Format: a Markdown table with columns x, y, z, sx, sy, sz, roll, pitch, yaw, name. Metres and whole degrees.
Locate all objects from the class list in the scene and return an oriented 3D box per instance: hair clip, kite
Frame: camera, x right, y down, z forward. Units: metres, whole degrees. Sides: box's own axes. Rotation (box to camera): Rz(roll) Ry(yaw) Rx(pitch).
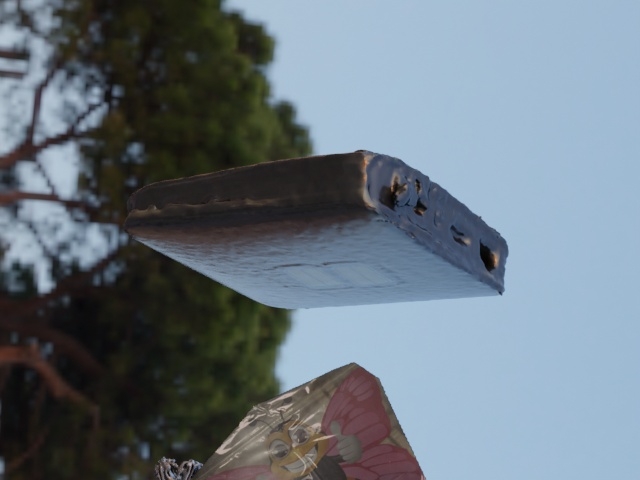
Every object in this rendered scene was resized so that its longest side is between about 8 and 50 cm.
| x | y | z | sx | sy | sz | roll | pitch | yaw | name |
| --- | --- | --- | --- | --- | --- | --- | --- | --- | --- |
| -0.156 | 0.313 | 1.648 | 0.116 | 0.049 | 0.172 | -31 | 128 | -88 | hair clip |
| 0.044 | 0.274 | 1.383 | 0.360 | 0.204 | 0.022 | 51 | -9 | 29 | kite |

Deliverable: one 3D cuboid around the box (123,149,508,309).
| x | y | z | sx | sy | sz | roll | pitch | yaw | name |
| --- | --- | --- | --- | --- | --- | --- | --- | --- | --- |
| 0.000 | 0.000 | 1.778 | 0.350 | 0.359 | 0.091 | -5 | -112 | 31 | box |
